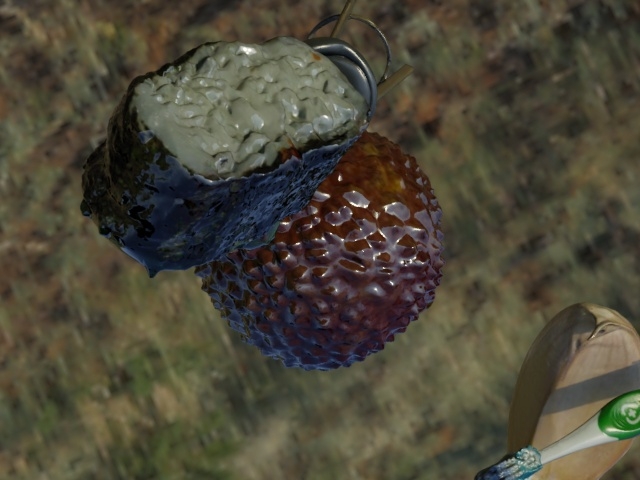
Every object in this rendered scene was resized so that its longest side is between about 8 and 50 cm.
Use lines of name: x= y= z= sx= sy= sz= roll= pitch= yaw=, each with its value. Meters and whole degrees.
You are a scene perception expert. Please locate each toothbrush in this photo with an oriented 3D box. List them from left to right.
toothbrush: x=0.299 y=0.163 z=1.493 sx=0.418 sy=0.042 sz=0.040 roll=-16 pitch=160 yaw=-38

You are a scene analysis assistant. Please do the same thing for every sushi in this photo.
sushi: x=-0.072 y=-0.064 z=1.145 sx=0.225 sy=0.124 sz=0.127 roll=-29 pitch=160 yaw=-48

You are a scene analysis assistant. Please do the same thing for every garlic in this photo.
garlic: x=0.279 y=0.165 z=1.702 sx=0.164 sy=0.145 sz=0.245 roll=-41 pitch=149 yaw=-56

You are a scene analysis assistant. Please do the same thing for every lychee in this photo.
lychee: x=0.000 y=0.000 z=1.634 sx=0.304 sy=0.276 sz=0.275 roll=25 pitch=144 yaw=-26

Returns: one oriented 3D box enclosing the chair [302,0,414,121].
chair: x=0.021 y=-0.148 z=1.380 sx=0.104 sy=0.095 sz=0.221 roll=-61 pitch=177 yaw=24
